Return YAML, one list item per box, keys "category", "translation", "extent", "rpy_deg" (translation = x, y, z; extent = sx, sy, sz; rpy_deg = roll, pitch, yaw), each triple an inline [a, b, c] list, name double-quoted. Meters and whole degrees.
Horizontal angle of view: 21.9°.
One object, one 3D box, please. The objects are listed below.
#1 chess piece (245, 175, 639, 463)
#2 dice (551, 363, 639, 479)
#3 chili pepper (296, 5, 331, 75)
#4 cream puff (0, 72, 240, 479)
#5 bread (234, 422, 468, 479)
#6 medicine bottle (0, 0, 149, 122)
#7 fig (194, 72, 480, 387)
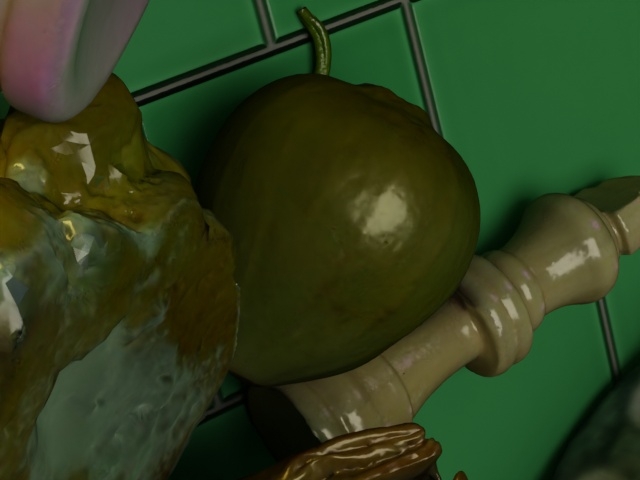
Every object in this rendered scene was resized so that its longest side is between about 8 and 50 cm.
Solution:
- category: "chess piece"
  translation: [0.127, 0.056, 1.330]
  extent: [0.397, 0.117, 0.117]
  rpy_deg: [-34, 114, -24]
- category: "dice"
  translation: [0.409, 0.279, 1.403]
  extent: [0.348, 0.328, 0.330]
  rpy_deg: [40, 77, -30]
- category: "chili pepper"
  translation: [-0.006, -0.137, 1.266]
  extent: [0.030, 0.017, 0.083]
  rpy_deg: [0, 99, -29]
- category: "cream puff"
  translation: [-0.236, 0.047, 1.036]
  extent: [0.378, 0.275, 0.378]
  rpy_deg: [-45, 148, -38]
- category: "bread"
  translation: [-0.024, 0.251, 1.128]
  extent: [0.314, 0.370, 0.191]
  rpy_deg: [-23, 85, -17]
- category: "medicine bottle"
  translation: [-0.247, -0.220, 0.915]
  extent: [0.325, 0.212, 0.212]
  rpy_deg: [25, 85, 2]
- category: "fig"
  translation: [0.006, -0.003, 1.196]
  extent: [0.207, 0.207, 0.230]
  rpy_deg: [1, 119, -31]
